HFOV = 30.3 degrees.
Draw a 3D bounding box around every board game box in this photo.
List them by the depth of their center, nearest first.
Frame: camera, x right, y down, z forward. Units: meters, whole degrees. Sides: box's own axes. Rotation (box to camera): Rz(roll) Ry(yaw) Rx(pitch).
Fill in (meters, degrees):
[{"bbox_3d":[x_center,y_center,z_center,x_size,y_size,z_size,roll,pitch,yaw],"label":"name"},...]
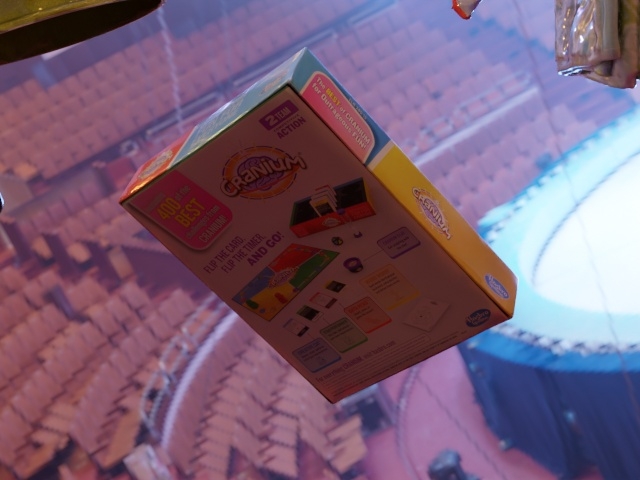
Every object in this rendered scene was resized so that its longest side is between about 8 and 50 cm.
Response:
[{"bbox_3d":[0.000,0.000,1.144,0.242,0.316,0.064,-30,25,34],"label":"board game box"}]

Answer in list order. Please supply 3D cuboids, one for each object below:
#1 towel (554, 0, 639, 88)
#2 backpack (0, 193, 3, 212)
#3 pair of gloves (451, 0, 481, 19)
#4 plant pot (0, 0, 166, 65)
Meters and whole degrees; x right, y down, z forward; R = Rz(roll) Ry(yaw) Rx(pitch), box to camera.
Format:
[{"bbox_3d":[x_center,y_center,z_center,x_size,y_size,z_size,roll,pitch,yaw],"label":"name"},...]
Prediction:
[{"bbox_3d":[0.313,-0.361,1.319,0.090,0.374,0.320,-2,9,2],"label":"towel"},{"bbox_3d":[-0.547,-0.103,1.470,0.225,0.253,0.191,-23,-1,28],"label":"backpack"},{"bbox_3d":[0.148,-0.314,1.093,0.023,0.198,0.159,5,-38,-38],"label":"pair of gloves"},{"bbox_3d":[-0.449,-0.457,1.687,0.366,0.353,0.366,-18,5,2],"label":"plant pot"}]
